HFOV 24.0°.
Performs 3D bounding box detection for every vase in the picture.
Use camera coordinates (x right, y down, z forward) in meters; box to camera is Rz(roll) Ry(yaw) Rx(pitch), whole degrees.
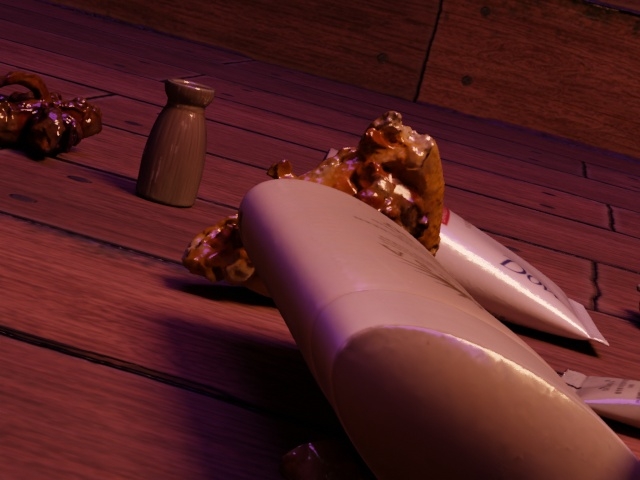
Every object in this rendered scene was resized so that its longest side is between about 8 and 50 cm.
[{"bbox_3d":[-0.119,-0.083,1.255,0.053,0.101,0.053,13,11,-3],"label":"vase"}]

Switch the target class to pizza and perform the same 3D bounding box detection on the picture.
[{"bbox_3d":[0.001,0.002,1.004,0.194,0.154,0.069,-15,43,-26],"label":"pizza"}]

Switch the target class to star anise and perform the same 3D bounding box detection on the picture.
[{"bbox_3d":[-0.259,-0.110,1.310,0.097,0.070,0.190,18,13,7],"label":"star anise"}]

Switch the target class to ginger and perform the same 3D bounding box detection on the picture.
[{"bbox_3d":[0.005,0.103,0.648,0.048,0.030,0.097,24,12,7],"label":"ginger"}]

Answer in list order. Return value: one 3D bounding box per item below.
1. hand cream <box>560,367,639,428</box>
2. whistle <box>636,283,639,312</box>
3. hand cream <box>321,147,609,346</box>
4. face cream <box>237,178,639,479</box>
[{"bbox_3d":[0.258,0.115,0.913,0.234,0.050,0.080,13,10,16],"label":"hand cream"},{"bbox_3d":[0.345,0.070,1.217,0.107,0.057,0.220,6,16,-42],"label":"whistle"},{"bbox_3d":[0.101,0.016,1.143,0.247,0.083,0.133,23,12,-5],"label":"hand cream"},{"bbox_3d":[0.050,0.059,0.741,0.173,0.081,0.348,37,4,-15],"label":"face cream"}]
